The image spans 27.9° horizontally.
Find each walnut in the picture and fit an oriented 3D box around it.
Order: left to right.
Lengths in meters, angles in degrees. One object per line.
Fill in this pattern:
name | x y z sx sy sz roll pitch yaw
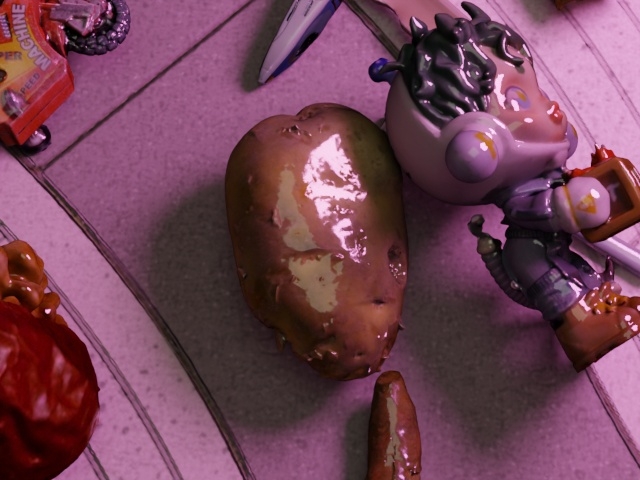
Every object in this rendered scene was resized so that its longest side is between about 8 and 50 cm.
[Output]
walnut | -0.323 0.111 1.185 0.222 0.269 0.244 27 76 18

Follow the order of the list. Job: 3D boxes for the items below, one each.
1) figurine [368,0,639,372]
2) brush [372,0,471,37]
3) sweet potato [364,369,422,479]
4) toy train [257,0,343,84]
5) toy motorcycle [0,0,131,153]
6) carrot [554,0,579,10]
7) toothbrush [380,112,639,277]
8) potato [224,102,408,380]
figurine | 0.199 -0.063 1.273 0.186 0.261 0.382 -36 79 14
brush | 0.111 -0.260 1.457 0.060 0.050 0.321 -44 72 1
sweet potato | 0.064 0.264 1.267 0.075 0.075 0.273 11 69 -1
toy train | 0.005 -0.275 1.436 0.048 0.055 0.252 27 83 9
toy motorcycle | -0.343 -0.181 1.370 0.171 0.089 0.298 40 74 10
carrot | 0.263 -0.403 1.486 0.114 0.114 0.301 -21 78 -11
toothbrush | 0.216 -0.051 1.407 0.342 0.025 0.030 29 78 5
potato | 0.000 0.000 1.314 0.192 0.141 0.296 -2 70 -23
